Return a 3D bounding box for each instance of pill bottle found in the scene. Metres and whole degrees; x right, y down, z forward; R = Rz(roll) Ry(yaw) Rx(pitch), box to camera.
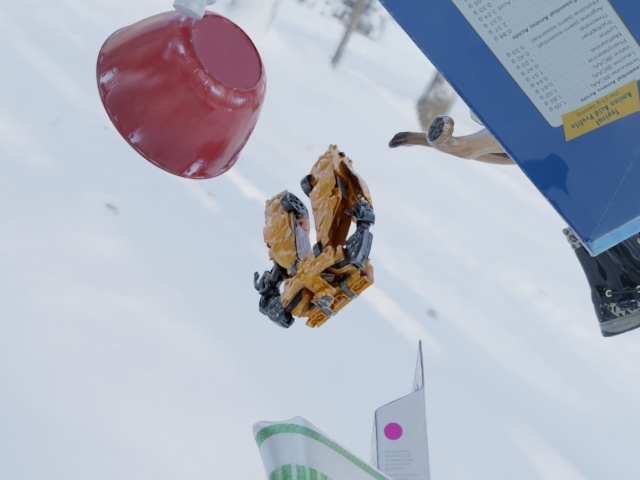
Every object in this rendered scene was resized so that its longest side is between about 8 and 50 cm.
[{"bbox_3d":[-0.108,-0.252,1.162,0.043,0.083,0.043,23,-7,3],"label":"pill bottle"}]

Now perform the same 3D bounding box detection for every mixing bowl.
[{"bbox_3d":[-0.120,-0.162,1.228,0.181,0.098,0.181,26,48,-32],"label":"mixing bowl"}]

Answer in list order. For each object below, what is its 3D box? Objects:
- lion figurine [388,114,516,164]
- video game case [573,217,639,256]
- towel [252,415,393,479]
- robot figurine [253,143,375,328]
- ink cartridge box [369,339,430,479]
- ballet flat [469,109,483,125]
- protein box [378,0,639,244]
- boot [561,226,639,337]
[{"bbox_3d":[0.271,-0.196,1.293,0.240,0.392,0.142,23,34,-36],"label":"lion figurine"},{"bbox_3d":[0.266,-0.119,0.774,0.061,0.269,0.244,55,19,-13],"label":"video game case"},{"bbox_3d":[0.063,0.262,0.652,0.248,0.038,0.325,42,23,-37],"label":"towel"},{"bbox_3d":[0.000,0.000,1.690,0.085,0.211,0.291,37,25,-29],"label":"robot figurine"},{"bbox_3d":[0.088,0.311,1.342,0.069,0.371,0.176,1,-32,1],"label":"ink cartridge box"},{"bbox_3d":[0.204,-0.115,1.040,0.173,0.049,0.057,5,30,34],"label":"ballet flat"},{"bbox_3d":[0.143,-0.144,0.559,0.201,0.199,0.136,44,26,-33],"label":"protein box"},{"bbox_3d":[0.477,0.017,1.759,0.179,0.236,0.085,66,15,9],"label":"boot"}]
